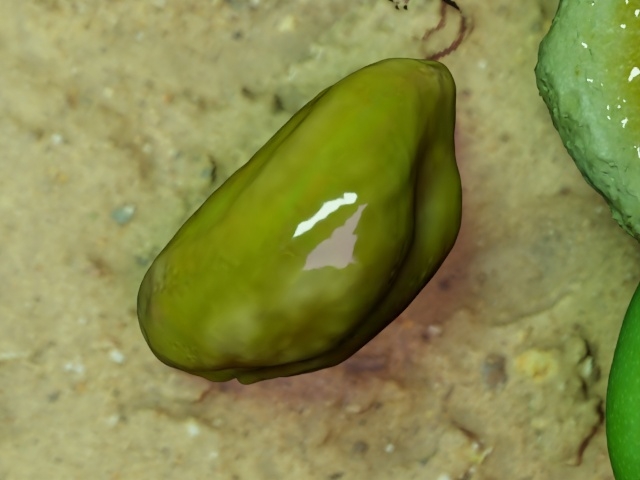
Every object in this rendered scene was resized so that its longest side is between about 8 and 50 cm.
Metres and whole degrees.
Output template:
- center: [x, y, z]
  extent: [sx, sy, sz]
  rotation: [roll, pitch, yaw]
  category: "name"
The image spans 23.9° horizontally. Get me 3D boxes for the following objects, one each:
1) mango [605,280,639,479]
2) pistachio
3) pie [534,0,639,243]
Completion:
- center: [0.303, 0.018, 0.758]
  extent: [0.382, 0.201, 0.225]
  rotation: [-43, 124, 3]
  category: "mango"
- center: [0.001, -0.001, 0.685]
  extent: [0.189, 0.110, 0.100]
  rotation: [-43, 88, 1]
  category: "pistachio"
- center: [0.255, -0.104, 0.665]
  extent: [0.323, 0.323, 0.070]
  rotation: [-47, 154, 2]
  category: "pie"
